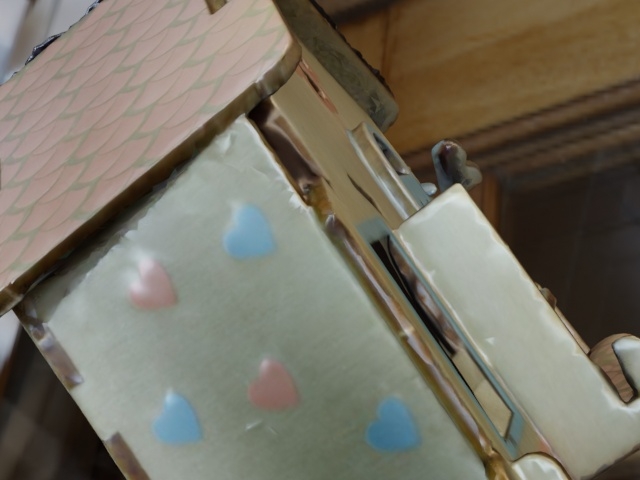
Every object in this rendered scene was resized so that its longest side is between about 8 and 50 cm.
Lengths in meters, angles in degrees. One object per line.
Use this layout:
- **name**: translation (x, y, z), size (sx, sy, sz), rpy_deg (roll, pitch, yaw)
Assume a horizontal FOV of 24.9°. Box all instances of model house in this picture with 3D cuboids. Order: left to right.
- **model house**: translation (0.000, 0.000, 0.539), size (0.169, 0.326, 0.244), rpy_deg (-40, 85, 10)
